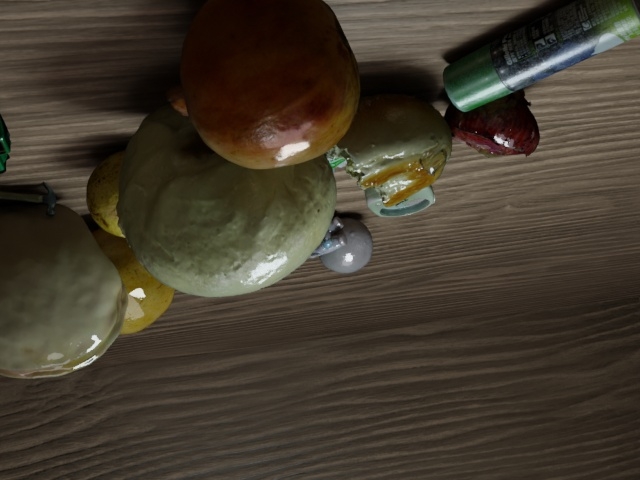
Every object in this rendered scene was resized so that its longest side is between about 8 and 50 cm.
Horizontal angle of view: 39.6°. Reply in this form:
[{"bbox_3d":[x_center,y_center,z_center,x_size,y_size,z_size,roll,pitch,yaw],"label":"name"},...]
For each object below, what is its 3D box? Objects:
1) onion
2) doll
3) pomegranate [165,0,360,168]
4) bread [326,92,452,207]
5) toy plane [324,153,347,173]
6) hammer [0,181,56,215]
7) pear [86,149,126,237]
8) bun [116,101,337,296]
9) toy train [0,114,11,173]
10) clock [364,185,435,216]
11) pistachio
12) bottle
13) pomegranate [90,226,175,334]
[{"bbox_3d":[0.324,-0.228,1.645,0.184,0.147,0.184,25,-178,-1],"label":"onion"},{"bbox_3d":[0.000,0.000,2.178,0.287,0.151,0.151,12,153,-42],"label":"doll"},{"bbox_3d":[-0.085,-0.219,1.216,0.270,0.252,0.229,-18,-178,16],"label":"pomegranate"},{"bbox_3d":[0.135,-0.180,1.600,0.192,0.171,0.314,-26,164,20],"label":"bread"},{"bbox_3d":[-0.024,-0.152,1.692,0.173,0.080,0.174,-2,162,0],"label":"toy plane"},{"bbox_3d":[-0.598,-0.088,1.698,0.182,0.062,0.017,7,164,-18],"label":"hammer"},{"bbox_3d":[-0.336,-0.085,1.635,0.178,0.178,0.178,-9,163,-3],"label":"pear"},{"bbox_3d":[-0.155,-0.103,1.389,0.364,0.364,0.202,-10,147,1],"label":"bun"},{"bbox_3d":[-0.565,-0.147,1.441,0.136,0.091,0.228,-18,165,-11],"label":"toy train"},{"bbox_3d":[0.190,-0.103,2.070,0.151,0.062,0.191,-14,163,12],"label":"clock"},{"bbox_3d":[-0.589,0.085,1.750,0.445,0.365,0.281,25,149,11],"label":"pistachio"},{"bbox_3d":[0.357,-0.310,1.437,0.330,0.093,0.093,-22,160,34],"label":"bottle"},{"bbox_3d":[-0.447,0.085,1.982,0.264,0.264,0.264,-9,163,-3],"label":"pomegranate"}]
